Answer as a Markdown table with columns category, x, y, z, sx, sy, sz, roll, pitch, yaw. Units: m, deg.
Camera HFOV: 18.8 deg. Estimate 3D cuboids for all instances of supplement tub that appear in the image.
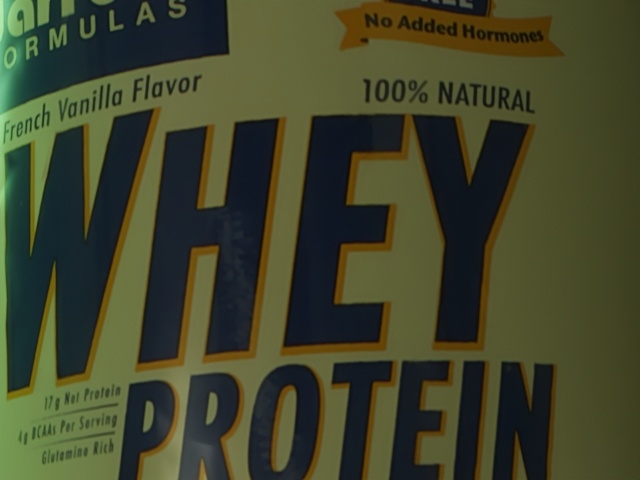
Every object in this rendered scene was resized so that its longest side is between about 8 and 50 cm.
| category | x | y | z | sx | sy | sz | roll | pitch | yaw |
| --- | --- | --- | --- | --- | --- | --- | --- | --- | --- |
| supplement tub | 0.000 | 0.000 | 0.611 | 0.235 | 0.235 | 0.325 | -14 | 72 | 33 |
